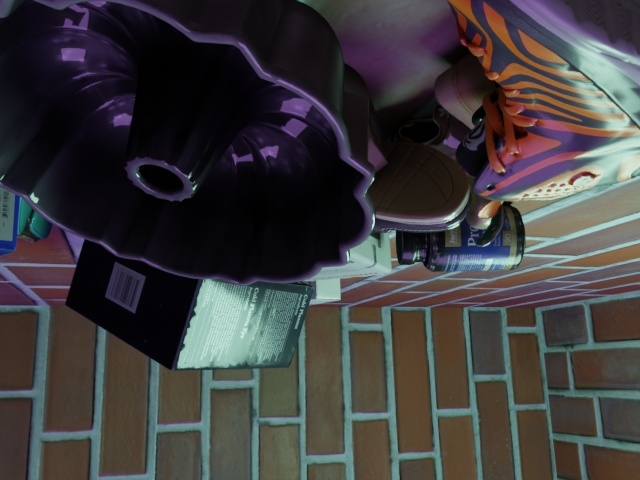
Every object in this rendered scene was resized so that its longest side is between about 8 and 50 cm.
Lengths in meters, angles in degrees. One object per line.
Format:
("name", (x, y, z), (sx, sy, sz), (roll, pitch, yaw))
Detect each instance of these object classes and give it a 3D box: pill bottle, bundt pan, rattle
("pill bottle", (0.255, -0.003, 1.108), (0.219, 0.123, 0.123), (-2, 168, -1))
("bundt pan", (-0.107, -0.094, 0.475), (0.330, 0.124, 0.331), (11, 149, 6))
("rattle", (0.236, -0.063, 0.707), (0.142, 0.130, 0.200), (11, -164, -4))

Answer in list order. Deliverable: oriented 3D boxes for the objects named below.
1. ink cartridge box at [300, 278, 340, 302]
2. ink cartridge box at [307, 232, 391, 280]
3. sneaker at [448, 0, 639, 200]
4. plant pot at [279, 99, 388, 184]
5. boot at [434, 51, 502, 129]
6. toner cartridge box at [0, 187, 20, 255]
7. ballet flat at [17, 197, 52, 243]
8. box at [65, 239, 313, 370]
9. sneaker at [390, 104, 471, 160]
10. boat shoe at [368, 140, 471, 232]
("ink cartridge box", (-0.043, 0.086, 1.434), (0.082, 0.140, 0.190), (11, 163, -41))
("ink cartridge box", (0.000, 0.000, 1.104), (0.197, 0.114, 0.273), (-7, 167, 21))
("sneaker", (0.137, -0.111, 0.420), (0.321, 0.125, 0.180), (26, 146, -24))
("plant pot", (0.013, -0.112, 0.640), (0.096, 0.109, 0.109), (-18, 163, 16))
("boot", (0.256, -0.136, 0.568), (0.248, 0.090, 0.207), (14, 162, -41))
("toner cartridge box", (-0.475, -0.045, 0.722), (0.348, 0.165, 0.075), (-13, 163, 39))
("ballet flat", (-0.451, -0.055, 0.840), (0.106, 0.108, 0.316), (16, 162, -16))
("box", (-0.250, 0.109, 1.159), (0.343, 0.179, 0.312), (19, -177, 37))
("sneaker", (0.111, -0.120, 0.736), (0.071, 0.066, 0.188), (27, 152, -26))
("boat shoe", (0.066, -0.056, 0.719), (0.285, 0.103, 0.092), (13, 153, 45))
